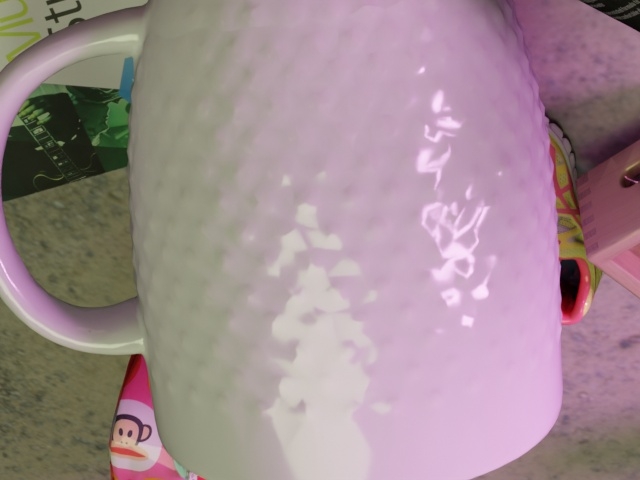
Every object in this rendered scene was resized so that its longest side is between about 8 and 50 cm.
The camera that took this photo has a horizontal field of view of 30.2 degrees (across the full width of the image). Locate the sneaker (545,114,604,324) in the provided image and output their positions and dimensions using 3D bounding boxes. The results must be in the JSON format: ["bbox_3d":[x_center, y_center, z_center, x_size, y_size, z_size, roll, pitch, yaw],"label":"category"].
[{"bbox_3d":[0.161,-0.018,0.902,0.081,0.094,0.208,-20,124,35],"label":"sneaker"}]

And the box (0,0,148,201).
[{"bbox_3d":[-0.224,-0.139,0.849,0.322,0.058,0.232,-15,131,4],"label":"box"}]

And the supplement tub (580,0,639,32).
[{"bbox_3d":[0.118,-0.247,0.598,0.338,0.207,0.207,25,136,-9],"label":"supplement tub"}]

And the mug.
[{"bbox_3d":[-0.036,-0.039,0.758,0.374,0.276,0.328,-7,106,-5],"label":"mug"}]

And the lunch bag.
[{"bbox_3d":[-0.120,0.196,1.090,0.120,0.258,0.293,10,137,8],"label":"lunch bag"}]

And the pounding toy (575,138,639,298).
[{"bbox_3d":[0.325,-0.014,0.863,0.206,0.094,0.181,32,131,-29],"label":"pounding toy"}]
